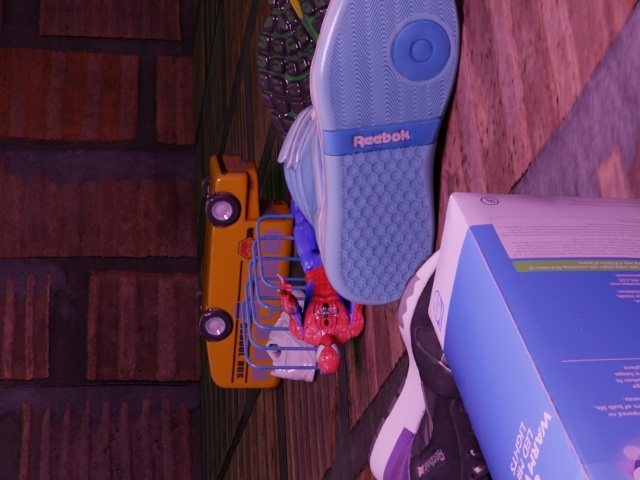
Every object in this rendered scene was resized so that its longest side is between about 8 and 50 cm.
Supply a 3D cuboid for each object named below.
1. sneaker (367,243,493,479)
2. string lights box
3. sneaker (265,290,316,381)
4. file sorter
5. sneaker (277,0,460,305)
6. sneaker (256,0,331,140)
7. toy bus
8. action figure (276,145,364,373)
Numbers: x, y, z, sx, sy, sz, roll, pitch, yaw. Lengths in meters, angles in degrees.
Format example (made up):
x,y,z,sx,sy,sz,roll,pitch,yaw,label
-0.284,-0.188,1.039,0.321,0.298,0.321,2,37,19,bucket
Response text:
x,y,z,sx,sy,sz,roll,pitch,yaw,label
0.114,0.114,0.861,0.283,0.107,0.124,97,154,-45,sneaker
0.140,0.074,0.550,0.259,0.133,0.076,-105,20,-58,string lights box
-0.041,0.120,1.728,0.152,0.061,0.053,-98,12,-47,sneaker
-0.032,0.063,1.562,0.170,0.105,0.118,104,163,-48,file sorter
0.029,-0.124,1.176,0.208,0.127,0.319,-123,36,-63,sneaker
0.020,-0.232,1.340,0.134,0.146,0.343,-2,101,38,sneaker
-0.113,0.046,1.930,0.108,0.130,0.332,-113,26,-67,toy bus
0.000,0.000,1.414,0.139,0.092,0.280,85,-179,-63,action figure
